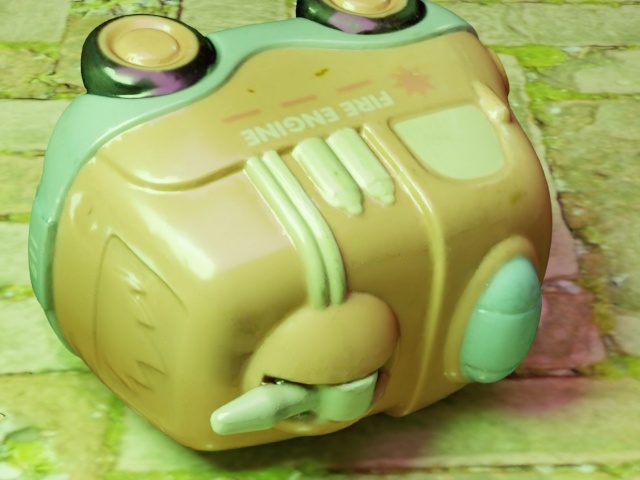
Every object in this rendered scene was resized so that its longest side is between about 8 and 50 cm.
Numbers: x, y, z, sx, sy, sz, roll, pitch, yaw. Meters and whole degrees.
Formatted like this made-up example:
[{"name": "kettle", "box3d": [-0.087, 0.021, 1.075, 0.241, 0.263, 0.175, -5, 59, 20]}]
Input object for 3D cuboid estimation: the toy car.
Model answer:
[{"name": "toy car", "box3d": [0.000, 0.000, 0.892, 0.270, 0.181, 0.212, -18, 46, -30]}]
